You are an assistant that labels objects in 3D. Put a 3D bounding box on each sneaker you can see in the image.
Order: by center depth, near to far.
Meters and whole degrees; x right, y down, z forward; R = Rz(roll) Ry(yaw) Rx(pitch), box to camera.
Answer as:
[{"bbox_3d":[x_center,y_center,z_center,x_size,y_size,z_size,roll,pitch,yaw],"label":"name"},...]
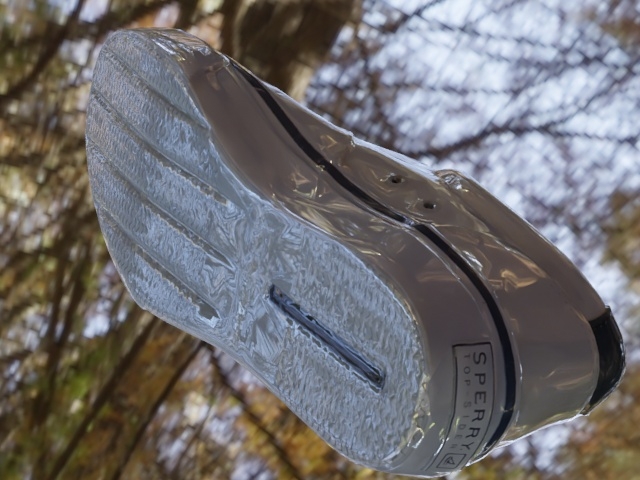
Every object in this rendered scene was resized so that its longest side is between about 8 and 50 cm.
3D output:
[{"bbox_3d":[0.000,0.000,0.598,0.091,0.094,0.258,0,-152,-34],"label":"sneaker"}]
